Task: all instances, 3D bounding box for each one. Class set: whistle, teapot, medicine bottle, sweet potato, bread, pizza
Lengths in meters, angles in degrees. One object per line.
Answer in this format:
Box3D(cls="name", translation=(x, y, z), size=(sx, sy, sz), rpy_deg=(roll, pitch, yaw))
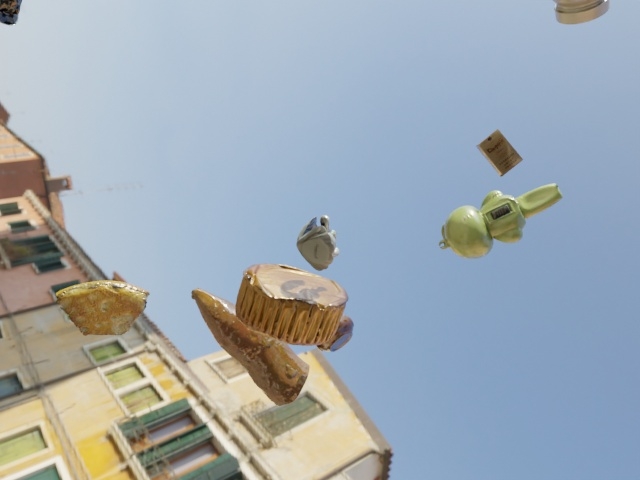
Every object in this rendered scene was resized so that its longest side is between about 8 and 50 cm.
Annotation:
Box3D(cls="whistle", translation=(0.424, -0.044, 1.288), size=(0.141, 0.294, 0.141), rpy_deg=(-21, 90, -84))
Box3D(cls="teapot", translation=(0.022, 0.194, 1.183), size=(0.078, 0.098, 0.129), rpy_deg=(49, -4, 23))
Box3D(cls="medicine bottle", translation=(0.515, -0.576, 1.073), size=(0.131, 0.131, 0.250), rpy_deg=(25, -30, 47))
Box3D(cls="sweet potato", translation=(-0.164, 0.224, 1.240), size=(0.336, 0.131, 0.131), rpy_deg=(49, -39, -2))
Box3D(cls="bread", translation=(-0.055, 0.118, 0.974), size=(0.199, 0.199, 0.104), rpy_deg=(30, -71, 45))
Box3D(cls="pizza", translation=(-0.394, 0.121, 0.975), size=(0.036, 0.160, 0.099), rpy_deg=(-158, -108, -63))

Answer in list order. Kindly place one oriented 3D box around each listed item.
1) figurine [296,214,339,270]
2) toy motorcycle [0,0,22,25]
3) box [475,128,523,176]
Box3D(cls="figurine", translation=(0.000, 0.000, 0.934), size=(0.082, 0.086, 0.094), rpy_deg=(13, -69, 20))
Box3D(cls="toy motorcycle", translation=(-0.379, -0.310, 0.612), size=(0.100, 0.058, 0.173), rpy_deg=(-27, -105, 36))
Box3D(cls="box", translation=(0.365, -0.179, 1.095), size=(0.083, 0.053, 0.024), rpy_deg=(52, 3, 3))
